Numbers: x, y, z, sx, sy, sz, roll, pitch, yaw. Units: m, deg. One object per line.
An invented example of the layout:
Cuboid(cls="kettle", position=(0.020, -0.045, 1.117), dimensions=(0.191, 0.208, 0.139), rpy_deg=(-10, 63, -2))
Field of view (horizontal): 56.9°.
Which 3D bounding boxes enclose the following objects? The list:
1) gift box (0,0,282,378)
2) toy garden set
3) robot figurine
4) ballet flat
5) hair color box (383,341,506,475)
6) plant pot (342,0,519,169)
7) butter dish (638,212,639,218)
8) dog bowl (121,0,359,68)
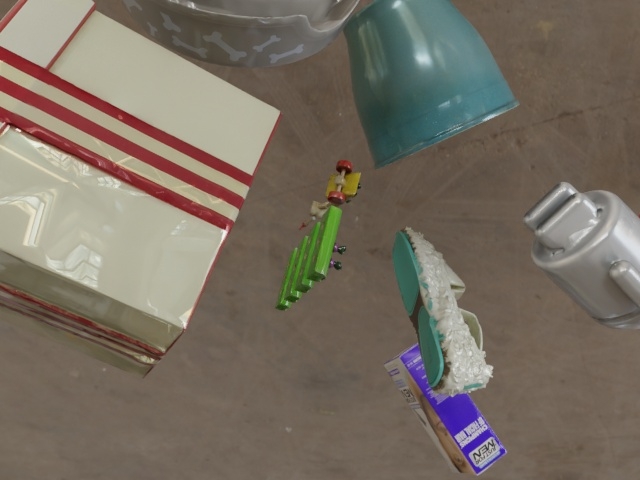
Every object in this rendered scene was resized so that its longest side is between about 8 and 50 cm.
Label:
Cuboid(cls="gift box", position=(-0.216, -0.030, 0.508), dimensions=(0.258, 0.277, 0.255), rpy_deg=(27, 145, -12))
Cuboid(cls="toy garden set", position=(0.000, 0.000, 0.984), dimensions=(0.049, 0.204, 0.244), rpy_deg=(19, 157, -11))
Cuboid(cls="robot figurine", position=(0.566, 0.042, 1.173), dimensions=(0.353, 0.300, 0.200), rpy_deg=(39, 110, -15))
Cuboid(cls="ballet flat", position=(0.248, 0.142, 1.225), dimensions=(0.146, 0.409, 0.147), rpy_deg=(-4, 136, -4))
Cuboid(cls="hair color box", position=(0.315, 0.432, 1.545), dimensions=(0.110, 0.339, 0.185), rpy_deg=(-32, 168, -16))
Cuboid(cls="plant pot", position=(0.167, -0.294, 1.036), dimensions=(0.271, 0.271, 0.255), rpy_deg=(-22, 96, 29))
Cuboid(cls="butter dish", position=(1.098, -0.021, 1.854), dimensions=(0.160, 0.118, 0.160), rpy_deg=(-14, 123, 11))
Cuboid(cls="dog bowl", position=(-0.100, -0.359, 0.730), dimensions=(0.348, 0.349, 0.102), rpy_deg=(12, 150, -4))
